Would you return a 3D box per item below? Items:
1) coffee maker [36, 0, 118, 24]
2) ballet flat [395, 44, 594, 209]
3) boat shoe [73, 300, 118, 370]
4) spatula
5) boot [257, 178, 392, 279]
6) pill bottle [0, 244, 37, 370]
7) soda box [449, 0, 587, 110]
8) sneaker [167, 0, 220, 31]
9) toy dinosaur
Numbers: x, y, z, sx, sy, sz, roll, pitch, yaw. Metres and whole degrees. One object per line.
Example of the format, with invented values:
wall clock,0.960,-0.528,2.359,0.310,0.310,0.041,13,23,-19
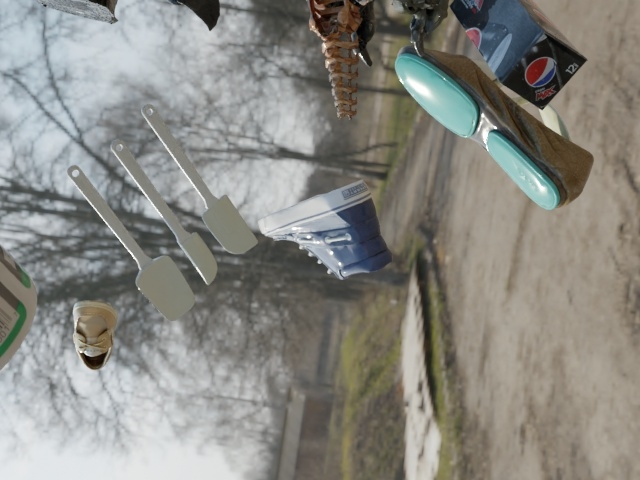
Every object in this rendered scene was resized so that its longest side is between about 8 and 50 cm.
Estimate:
coffee maker,-0.247,-0.340,1.000,0.171,0.120,0.178,15,92,63
ballet flat,0.267,-0.191,1.377,0.124,0.342,0.116,-40,-19,-21
boat shoe,-0.324,0.140,1.334,0.170,0.063,0.059,102,168,-61
spatula,-0.198,-0.034,1.167,0.019,0.168,0.242,17,145,57
boot,0.000,0.000,0.925,0.190,0.069,0.086,-14,98,65
pill bottle,-0.483,0.002,0.976,0.361,0.204,0.204,60,-151,-43
soda box,0.173,-0.188,0.838,0.060,0.053,0.169,-50,29,24
sneaker,-0.207,-0.392,1.392,0.089,0.170,0.051,-53,46,15
toy dinosaur,0.033,-0.304,1.067,0.218,0.164,0.322,20,-88,-56
